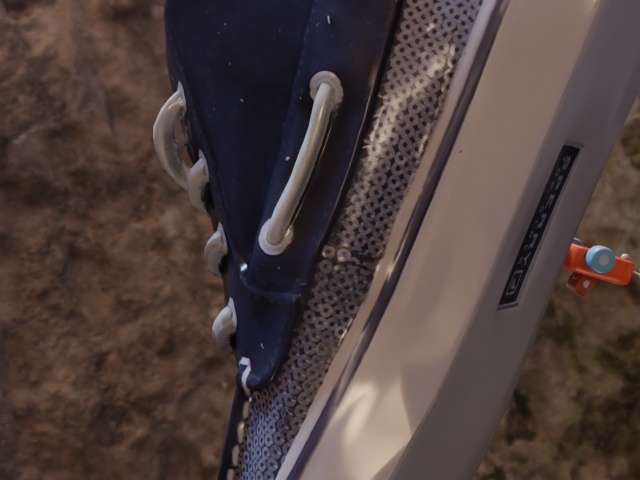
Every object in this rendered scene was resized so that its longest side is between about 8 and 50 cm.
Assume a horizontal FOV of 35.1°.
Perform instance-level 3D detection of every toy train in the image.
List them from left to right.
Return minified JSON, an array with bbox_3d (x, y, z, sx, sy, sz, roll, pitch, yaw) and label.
[{"bbox_3d":[0.227,0.039,0.680,0.166,0.125,0.046,-149,76,-71],"label":"toy train"}]

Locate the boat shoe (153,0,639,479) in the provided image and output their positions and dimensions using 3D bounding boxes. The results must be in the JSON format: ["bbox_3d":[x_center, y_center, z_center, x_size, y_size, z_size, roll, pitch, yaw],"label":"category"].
[{"bbox_3d":[0.000,0.000,0.384,0.127,0.158,0.340,10,-75,-64],"label":"boat shoe"}]
